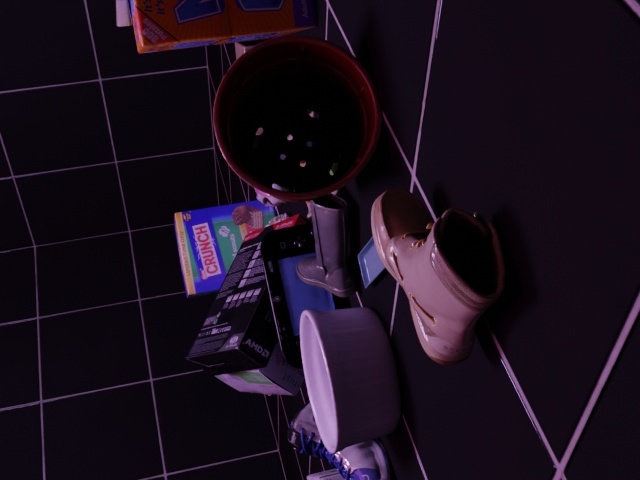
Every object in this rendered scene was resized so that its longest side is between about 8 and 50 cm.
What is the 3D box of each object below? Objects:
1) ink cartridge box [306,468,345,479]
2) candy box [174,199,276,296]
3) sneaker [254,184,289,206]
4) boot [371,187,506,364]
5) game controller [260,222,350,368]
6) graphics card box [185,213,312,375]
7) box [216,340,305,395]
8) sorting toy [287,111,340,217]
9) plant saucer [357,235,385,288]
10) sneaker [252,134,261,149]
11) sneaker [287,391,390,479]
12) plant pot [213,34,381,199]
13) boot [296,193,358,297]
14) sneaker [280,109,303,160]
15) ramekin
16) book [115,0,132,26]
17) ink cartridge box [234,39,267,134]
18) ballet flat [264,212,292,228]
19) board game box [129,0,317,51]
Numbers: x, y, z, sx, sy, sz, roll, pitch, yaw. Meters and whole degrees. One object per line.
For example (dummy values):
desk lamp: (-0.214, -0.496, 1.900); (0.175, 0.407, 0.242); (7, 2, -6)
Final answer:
ink cartridge box: (0.036, 0.679, 2.202); (0.212, 0.093, 0.154); (117, 141, -74)
candy box: (-0.285, 0.024, 2.671); (0.122, 0.317, 0.268); (127, 132, -75)
sneaker: (-0.147, -0.152, 2.388); (0.252, 0.103, 0.111); (-150, 53, -76)
boot: (0.145, 0.004, 1.079); (0.203, 0.095, 0.262); (99, 157, -59)
game controller: (-0.028, 0.118, 1.852); (0.067, 0.166, 0.319); (119, 140, -66)
graphics card box: (-0.152, 0.129, 1.983); (0.233, 0.094, 0.371); (-18, 39, 48)
box: (-0.120, 0.244, 2.038); (0.262, 0.127, 0.231); (-9, 48, 55)
sorting toy: (-0.029, -0.156, 1.792); (0.347, 0.047, 0.196); (149, 108, -68)
plant saucer: (0.099, 0.035, 1.536); (0.192, 0.018, 0.067); (121, 138, -72)
sneaker: (-0.206, -0.361, 2.459); (0.123, 0.106, 0.290); (-62, -46, -78)
sneaker: (0.030, 0.437, 1.799); (0.127, 0.182, 0.315); (90, 165, -47)
plant pot: (-0.041, -0.184, 1.494); (0.265, 0.272, 0.272); (105, 155, -83)
boot: (0.001, -0.001, 1.734); (0.189, 0.076, 0.208); (18, 134, 45)
sneaker: (-0.088, -0.236, 2.032); (0.224, 0.098, 0.083); (98, 159, -58)
ramekin: (0.056, 0.259, 1.638); (0.277, 0.135, 0.277); (170, 90, -79)
book: (-0.442, -0.547, 1.875); (0.144, 0.035, 0.096); (143, 119, -77)
ink cartridge box: (-0.166, -0.419, 2.294); (0.193, 0.088, 0.235); (-125, 27, -68)
ballet flat: (-0.130, -0.029, 2.473); (0.241, 0.077, 0.091); (121, 137, -74)
board game box: (-0.235, -0.602, 1.798); (0.356, 0.356, 0.356); (-143, 45, -73)
